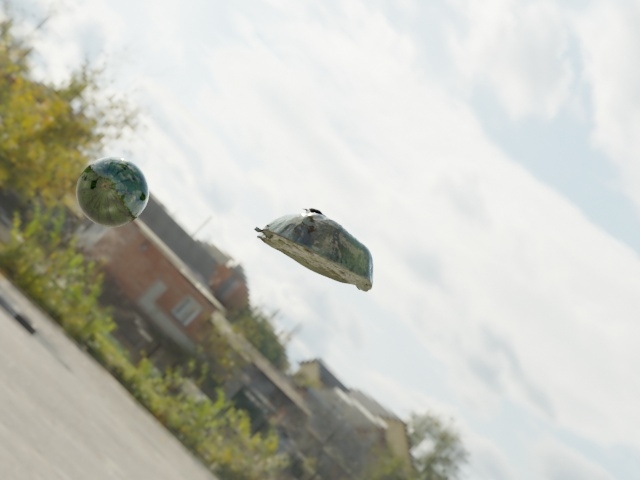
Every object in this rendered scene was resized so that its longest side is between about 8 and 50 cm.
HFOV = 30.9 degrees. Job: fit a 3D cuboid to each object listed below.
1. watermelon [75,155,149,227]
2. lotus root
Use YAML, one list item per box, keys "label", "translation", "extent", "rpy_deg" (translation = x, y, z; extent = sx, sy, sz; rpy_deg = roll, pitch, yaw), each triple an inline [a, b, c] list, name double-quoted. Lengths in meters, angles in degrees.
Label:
- label: "watermelon"
  translation: [-0.280, -0.065, 1.575]
  extent: [0.109, 0.109, 0.109]
  rpy_deg: [43, -10, 9]
- label: "lotus root"
  translation: [0.003, 0.002, 1.741]
  extent: [0.204, 0.078, 0.183]
  rpy_deg: [31, -10, -35]
